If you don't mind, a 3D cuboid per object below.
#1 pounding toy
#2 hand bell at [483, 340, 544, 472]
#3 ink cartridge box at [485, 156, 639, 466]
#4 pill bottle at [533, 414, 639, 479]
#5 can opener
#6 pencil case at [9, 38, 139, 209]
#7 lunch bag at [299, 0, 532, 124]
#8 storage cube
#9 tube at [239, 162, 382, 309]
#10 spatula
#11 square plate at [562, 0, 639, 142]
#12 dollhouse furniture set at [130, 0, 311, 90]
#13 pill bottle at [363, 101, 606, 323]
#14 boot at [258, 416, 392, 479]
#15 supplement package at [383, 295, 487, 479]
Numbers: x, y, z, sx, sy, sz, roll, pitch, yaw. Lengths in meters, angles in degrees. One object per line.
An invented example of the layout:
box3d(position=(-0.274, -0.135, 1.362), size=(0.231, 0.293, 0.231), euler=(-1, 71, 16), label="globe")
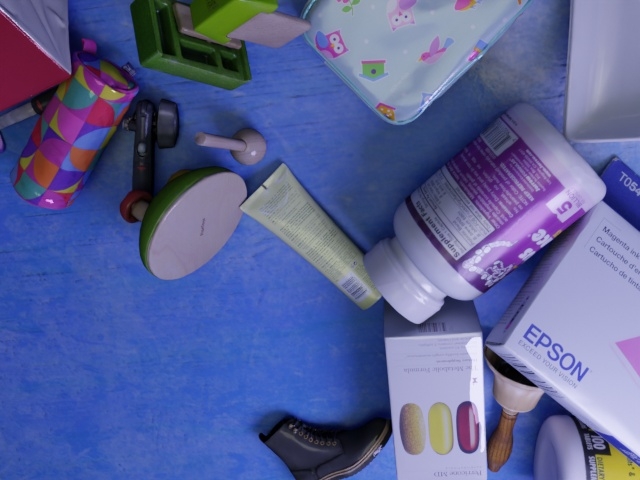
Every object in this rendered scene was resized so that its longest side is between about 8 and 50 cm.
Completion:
box3d(position=(-0.194, -0.069, 0.946), size=(0.110, 0.183, 0.236), euler=(37, 110, 20), label="pounding toy")
box3d(position=(0.292, 0.272, 1.048), size=(0.126, 0.126, 0.241), euler=(7, 122, 3), label="hand bell")
box3d(position=(0.440, 0.104, 0.896), size=(0.324, 0.071, 0.330), euler=(38, 82, -5), label="ink cartridge box")
box3d(position=(0.505, 0.365, 0.998), size=(0.334, 0.188, 0.187), euler=(3, 109, 4), label="pill bottle")
box3d(position=(-0.253, -0.114, 0.974), size=(0.073, 0.059, 0.186), euler=(13, 109, 0), label="can opener")
box3d(position=(-0.344, -0.154, 0.939), size=(0.104, 0.104, 0.236), euler=(36, 112, -7), label="pencil case")
box3d(position=(0.121, -0.309, 0.847), size=(0.224, 0.108, 0.279), euler=(43, 107, -6), label="lunch bag")
box3d(position=(-0.449, -0.282, 0.832), size=(0.193, 0.183, 0.215), euler=(-21, 147, 12), label="storage cube")
box3d(position=(0.000, 0.000, 0.994), size=(0.240, 0.070, 0.062), euler=(43, 140, -7), label="tube")
box3d(position=(-0.433, -0.186, 0.983), size=(0.297, 0.030, 0.084), euler=(-19, 107, 11), label="spatula")
box3d(position=(0.460, -0.283, 0.755), size=(0.348, 0.049, 0.343), euler=(6, 98, 37), label="square plate")
box3d(position=(-0.127, -0.371, 0.826), size=(0.198, 0.151, 0.301), euler=(-19, 78, 40), label="dollhouse furniture set")
box3d(position=(0.207, -0.027, 0.902), size=(0.301, 0.169, 0.169), euler=(-42, 100, 17), label="pill bottle")
box3d(position=(0.006, 0.320, 1.094), size=(0.198, 0.077, 0.137), euler=(-42, 95, 16), label="boot")
box3d(position=(0.171, 0.220, 1.008), size=(0.139, 0.134, 0.243), euler=(-5, 108, 8), label="supplement package")
